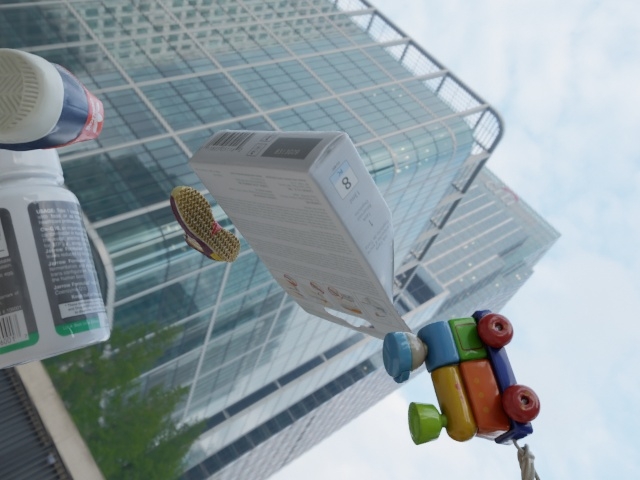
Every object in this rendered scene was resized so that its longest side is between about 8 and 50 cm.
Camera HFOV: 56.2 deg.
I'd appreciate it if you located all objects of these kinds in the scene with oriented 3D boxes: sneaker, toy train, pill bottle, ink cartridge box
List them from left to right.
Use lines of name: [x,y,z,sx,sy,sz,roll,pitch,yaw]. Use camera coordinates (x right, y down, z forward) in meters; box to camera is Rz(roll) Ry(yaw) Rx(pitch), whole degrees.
sneaker: [-0.424,-0.169,0.727,0.350,0.148,0.131,15,-87,17]
pill bottle: [-0.507,0.025,1.042,0.204,0.204,0.361,-22,-99,53]
sneaker: [-0.226,-0.023,1.079,0.084,0.070,0.185,1,-41,36]
ink cartridge box: [0.000,0.000,0.940,0.308,0.091,0.385,12,-35,48]
toy train: [0.164,0.206,0.676,0.105,0.143,0.248,107,-24,-58]
